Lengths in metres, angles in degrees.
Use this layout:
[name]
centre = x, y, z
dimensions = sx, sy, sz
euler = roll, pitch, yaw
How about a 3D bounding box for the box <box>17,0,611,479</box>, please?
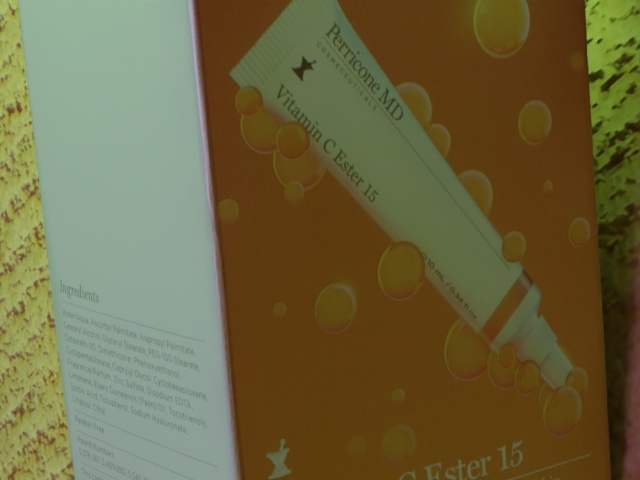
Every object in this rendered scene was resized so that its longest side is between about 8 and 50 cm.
[box]
centre = 0.000, 0.000, 0.809
dimensions = 0.168, 0.215, 0.345
euler = 10, 108, 55
